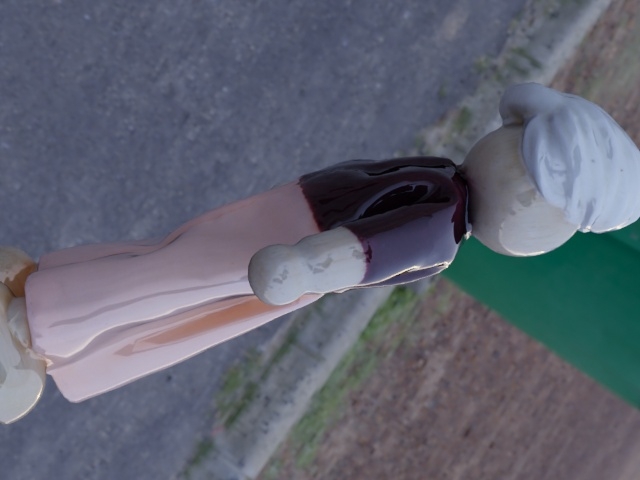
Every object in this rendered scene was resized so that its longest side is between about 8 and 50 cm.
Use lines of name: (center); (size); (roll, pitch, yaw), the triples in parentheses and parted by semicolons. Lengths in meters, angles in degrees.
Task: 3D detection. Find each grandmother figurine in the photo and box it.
grandmother figurine: (0.000, 0.000, 0.639); (0.208, 0.342, 0.104); (-102, 177, -67)
